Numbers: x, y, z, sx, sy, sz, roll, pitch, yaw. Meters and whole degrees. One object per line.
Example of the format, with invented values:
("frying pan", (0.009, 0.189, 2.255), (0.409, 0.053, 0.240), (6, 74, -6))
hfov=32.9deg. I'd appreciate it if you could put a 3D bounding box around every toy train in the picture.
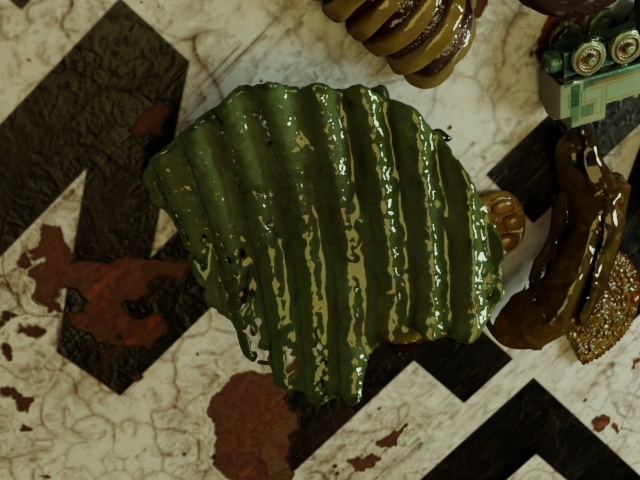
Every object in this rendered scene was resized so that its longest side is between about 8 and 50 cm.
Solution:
("toy train", (0.364, -0.220, 1.341), (0.194, 0.081, 0.125), (-16, 129, -10))

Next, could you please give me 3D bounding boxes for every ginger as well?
("ginger", (0.324, 0.011, 1.416), (0.133, 0.107, 0.309), (23, 99, 11))

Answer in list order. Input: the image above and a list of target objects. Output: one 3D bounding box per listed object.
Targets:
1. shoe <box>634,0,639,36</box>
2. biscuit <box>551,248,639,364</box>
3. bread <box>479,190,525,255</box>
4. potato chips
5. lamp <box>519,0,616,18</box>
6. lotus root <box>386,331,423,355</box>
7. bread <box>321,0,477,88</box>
("shoe", (0.409, -0.335, 1.283), (0.108, 0.093, 0.241), (7, 82, -4))
("biscuit", (0.390, 0.078, 1.522), (0.126, 0.025, 0.206), (-24, 119, -3))
("bread", (0.221, -0.016, 1.430), (0.110, 0.024, 0.110), (-6, 119, -12))
("potato chips", (-0.005, -0.007, 1.250), (0.373, 0.097, 0.389), (-28, 105, 22))
("lamp", (0.286, -0.333, 1.235), (0.156, 0.135, 0.157), (-2, 149, 19))
("lotus root", (0.093, 0.026, 1.359), (0.145, 0.128, 0.260), (-6, 111, 7))
("bread", (0.085, -0.274, 1.233), (0.225, 0.081, 0.134), (33, 103, -26))
